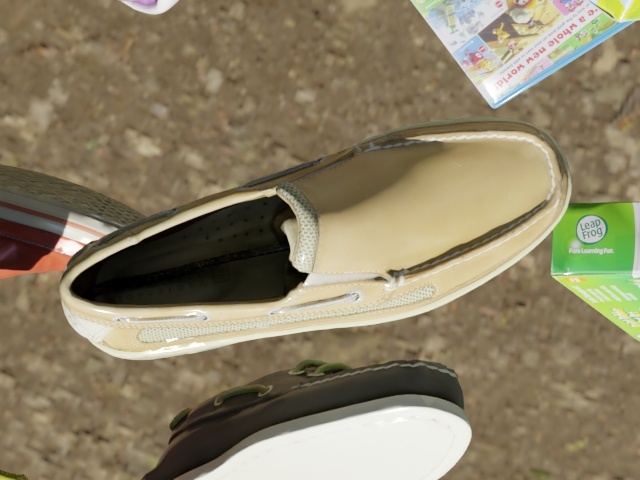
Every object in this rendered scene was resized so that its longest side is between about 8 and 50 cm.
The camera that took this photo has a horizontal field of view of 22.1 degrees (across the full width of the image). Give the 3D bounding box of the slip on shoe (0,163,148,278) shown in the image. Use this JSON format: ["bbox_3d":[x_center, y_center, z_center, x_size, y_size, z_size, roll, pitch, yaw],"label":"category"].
[{"bbox_3d":[-0.268,-0.006,1.188,0.331,0.123,0.101,8,98,1],"label":"slip on shoe"}]

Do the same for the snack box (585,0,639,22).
[{"bbox_3d":[0.142,-0.167,0.445,0.070,0.174,0.207,38,120,28],"label":"snack box"}]

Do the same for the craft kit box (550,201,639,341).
[{"bbox_3d":[0.307,0.025,1.103,0.246,0.061,0.250,-4,165,23],"label":"craft kit box"}]

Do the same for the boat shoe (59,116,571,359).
[{"bbox_3d":[0.000,0.000,0.580,0.190,0.068,0.072,-20,170,0],"label":"boat shoe"}]

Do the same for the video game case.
[{"bbox_3d":[0.102,-0.171,0.943,0.119,0.015,0.166,-32,110,21],"label":"video game case"}]

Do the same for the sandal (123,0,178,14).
[{"bbox_3d":[-0.221,-0.239,0.744,0.416,0.102,0.169,47,168,7],"label":"sandal"}]

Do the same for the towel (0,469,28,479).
[{"bbox_3d":[-0.305,0.155,0.995,0.237,0.021,0.102,21,102,-24],"label":"towel"}]

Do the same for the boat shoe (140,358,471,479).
[{"bbox_3d":[-0.016,0.127,1.070,0.109,0.091,0.305,29,143,-27],"label":"boat shoe"}]
